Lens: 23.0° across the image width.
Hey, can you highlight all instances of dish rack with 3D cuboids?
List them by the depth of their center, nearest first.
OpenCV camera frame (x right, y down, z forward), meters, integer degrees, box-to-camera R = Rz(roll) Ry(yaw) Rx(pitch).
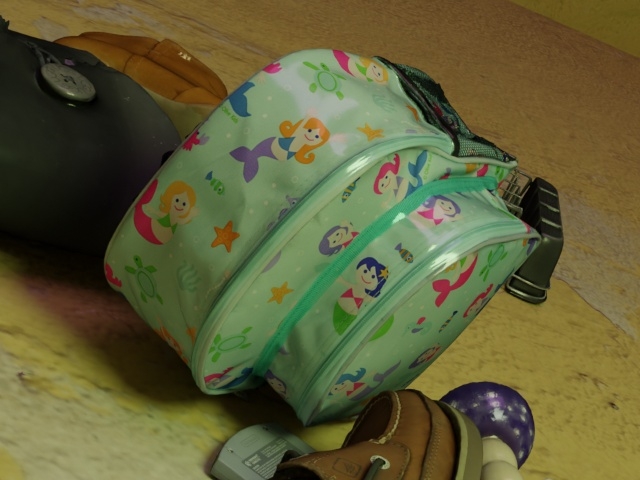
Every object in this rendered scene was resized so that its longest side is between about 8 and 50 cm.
[{"bbox_3d":[0.112,-0.058,1.522,0.271,0.074,0.208,26,18,-3],"label":"dish rack"}]

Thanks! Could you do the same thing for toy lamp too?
[{"bbox_3d":[0.110,0.172,0.850,0.080,0.080,0.275,23,18,-17],"label":"toy lamp"}]

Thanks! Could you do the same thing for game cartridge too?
[{"bbox_3d":[-0.030,0.134,0.930,0.056,0.017,0.083,38,21,14],"label":"game cartridge"}]

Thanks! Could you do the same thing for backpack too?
[{"bbox_3d":[0.000,0.000,0.975,0.191,0.225,0.253,49,17,24],"label":"backpack"}]

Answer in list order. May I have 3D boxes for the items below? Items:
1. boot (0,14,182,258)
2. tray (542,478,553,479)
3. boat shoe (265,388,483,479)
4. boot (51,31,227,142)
[{"bbox_3d":[-0.262,-0.049,0.913,0.445,0.146,0.367,23,29,-44],"label":"boot"},{"bbox_3d":[0.159,0.231,0.930,0.145,0.030,0.270,34,20,12],"label":"tray"},{"bbox_3d":[0.012,0.147,0.811,0.104,0.111,0.307,29,19,-5],"label":"boat shoe"},{"bbox_3d":[-0.092,-0.093,1.274,0.295,0.104,0.211,25,20,1],"label":"boot"}]
